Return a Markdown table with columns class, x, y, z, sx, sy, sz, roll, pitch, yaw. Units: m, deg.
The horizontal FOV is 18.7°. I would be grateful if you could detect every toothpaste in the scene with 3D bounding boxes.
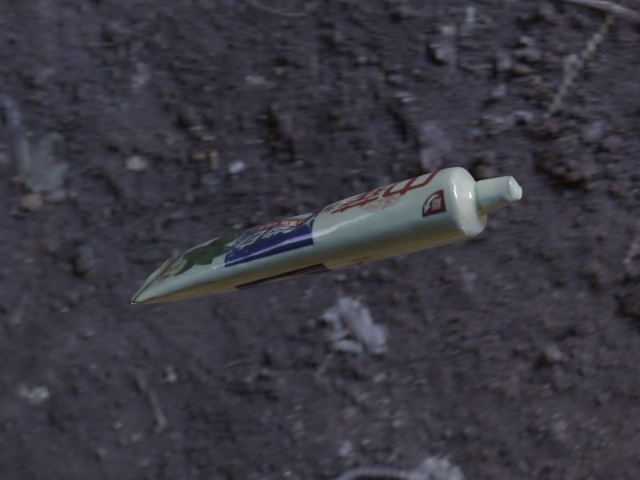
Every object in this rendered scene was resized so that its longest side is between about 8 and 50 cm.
| class | x | y | z | sx | sy | sz | roll | pitch | yaw |
| --- | --- | --- | --- | --- | --- | --- | --- | --- | --- |
| toothpaste | 0.000 | 0.000 | 1.034 | 0.233 | 0.060 | 0.038 | -15 | 105 | 28 |
